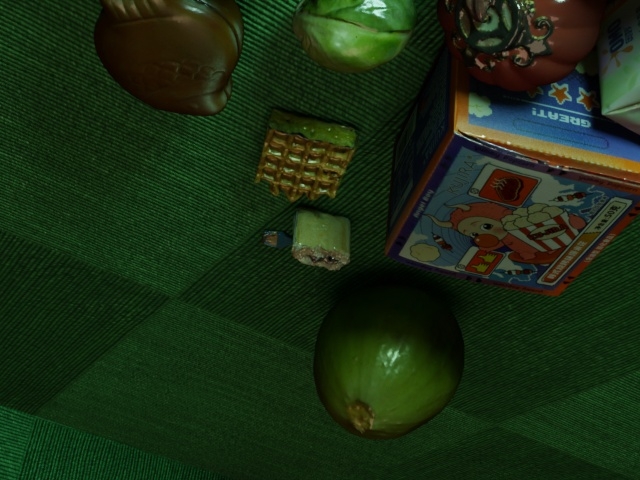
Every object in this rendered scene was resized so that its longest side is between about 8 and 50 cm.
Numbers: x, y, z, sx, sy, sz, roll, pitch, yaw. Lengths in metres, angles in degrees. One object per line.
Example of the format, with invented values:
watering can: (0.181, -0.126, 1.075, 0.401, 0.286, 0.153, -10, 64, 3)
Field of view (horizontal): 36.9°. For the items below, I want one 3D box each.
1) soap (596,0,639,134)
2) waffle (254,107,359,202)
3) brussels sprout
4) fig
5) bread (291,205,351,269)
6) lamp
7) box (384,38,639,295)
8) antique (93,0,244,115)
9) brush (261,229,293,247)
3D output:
soap: (0.480, -0.261, 1.296, 0.138, 0.199, 0.182, 19, 146, -22)
waffle: (-0.030, -0.137, 1.715, 0.160, 0.055, 0.211, 12, 146, -5)
brussels sprout: (0.048, -0.309, 1.371, 0.183, 0.145, 0.131, -6, 118, 10)
fig: (0.135, 0.262, 2.032, 0.343, 0.343, 0.343, 5, 147, 3)
bread: (-0.001, -0.001, 1.873, 0.125, 0.106, 0.082, 13, 140, -15)
lamp: (0.257, -0.307, 1.256, 0.227, 0.227, 0.227, 5, 147, 3)
box: (0.299, -0.119, 1.496, 0.318, 0.257, 0.348, 14, 147, -8)
antique: (-0.220, -0.305, 1.429, 0.223, 0.129, 0.278, -6, 145, 20)
brush: (-0.040, 0.005, 1.972, 0.164, 0.014, 0.051, 8, 148, -2)
